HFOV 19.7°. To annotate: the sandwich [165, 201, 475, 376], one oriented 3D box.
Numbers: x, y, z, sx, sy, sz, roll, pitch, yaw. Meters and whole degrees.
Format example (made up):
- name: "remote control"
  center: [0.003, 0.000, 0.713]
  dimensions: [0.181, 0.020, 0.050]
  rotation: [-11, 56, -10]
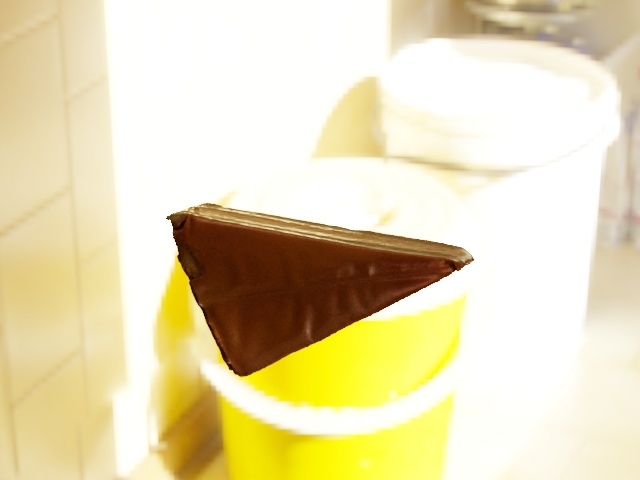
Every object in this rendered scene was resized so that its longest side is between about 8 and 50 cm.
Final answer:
- name: "sandwich"
  center: [0.000, 0.000, 1.159]
  dimensions: [0.163, 0.113, 0.079]
  rotation: [-26, 0, 14]
